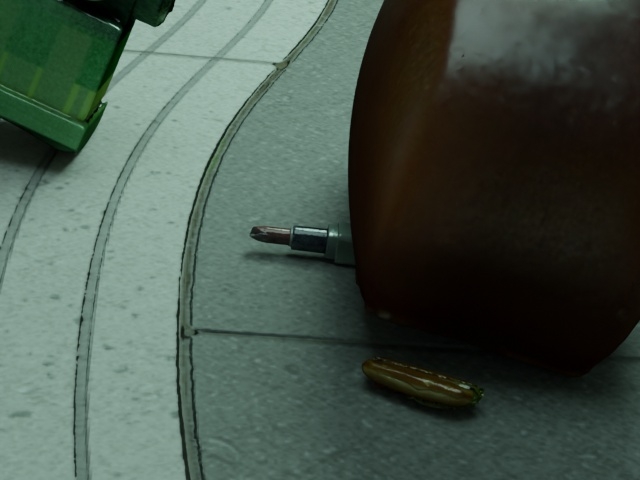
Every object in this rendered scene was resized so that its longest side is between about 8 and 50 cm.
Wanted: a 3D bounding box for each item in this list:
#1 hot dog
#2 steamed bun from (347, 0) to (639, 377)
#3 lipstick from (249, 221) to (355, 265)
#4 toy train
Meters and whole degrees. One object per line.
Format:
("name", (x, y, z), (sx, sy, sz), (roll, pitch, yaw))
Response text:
("hot dog", (0.066, 0.095, 1.016), (0.083, 0.021, 0.037), (17, 8, 22))
("steamed bun", (0.145, -0.101, 1.129), (0.235, 0.248, 0.379), (17, 29, -4))
("lipstick", (0.000, 0.000, 1.168), (0.107, 0.025, 0.025), (7, 28, -3))
("toy train", (-0.273, -0.210, 1.244), (0.300, 0.202, 0.120), (25, 15, -5))
